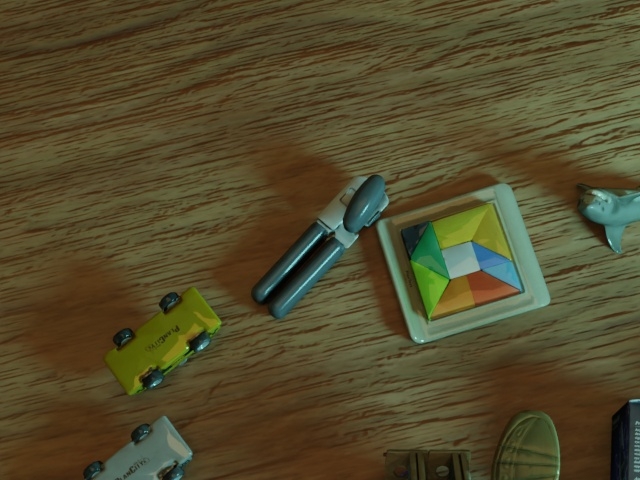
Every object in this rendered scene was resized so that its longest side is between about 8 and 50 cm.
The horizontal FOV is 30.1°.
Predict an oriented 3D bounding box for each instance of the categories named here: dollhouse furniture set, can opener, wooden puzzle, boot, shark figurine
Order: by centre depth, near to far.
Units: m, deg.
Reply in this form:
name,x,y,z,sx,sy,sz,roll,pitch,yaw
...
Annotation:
name,x,y,z,sx,sy,sz,roll,pitch,yaw
dollhouse furniture set,0.155,0.412,1.721,0.129,0.129,0.183,0,101,3
boot,0.303,0.383,1.736,0.095,0.203,0.262,-1,79,13
shark figurine,0.519,-0.034,1.928,0.278,0.166,0.116,2,98,-14
can opener,0.000,0.000,1.933,0.076,0.095,0.283,40,79,15
wooden puzzle,0.230,0.032,1.935,0.239,0.044,0.221,-16,72,-2

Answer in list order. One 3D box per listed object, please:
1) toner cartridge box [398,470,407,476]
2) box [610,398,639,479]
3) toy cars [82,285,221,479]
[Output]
name,x,y,z,sx,sy,sz,roll,pitch,yaw
toner cartridge box,0.172,0.526,1.768,0.165,0.075,0.348,-31,73,-5
box,0.494,0.350,1.763,0.108,0.153,0.207,4,72,5
toy cars,-0.265,0.264,1.877,0.176,0.087,0.393,9,77,12
